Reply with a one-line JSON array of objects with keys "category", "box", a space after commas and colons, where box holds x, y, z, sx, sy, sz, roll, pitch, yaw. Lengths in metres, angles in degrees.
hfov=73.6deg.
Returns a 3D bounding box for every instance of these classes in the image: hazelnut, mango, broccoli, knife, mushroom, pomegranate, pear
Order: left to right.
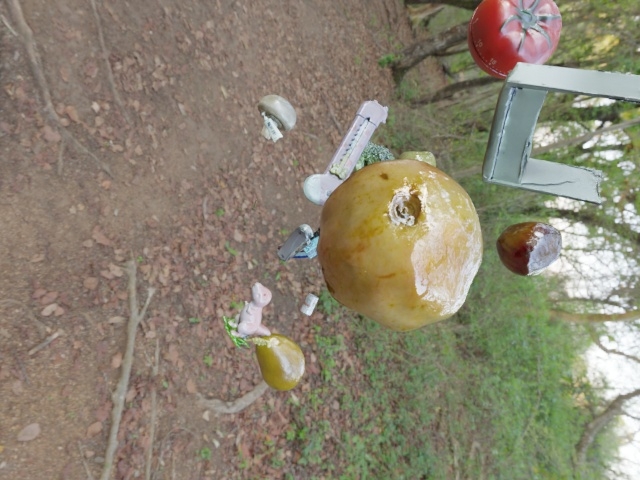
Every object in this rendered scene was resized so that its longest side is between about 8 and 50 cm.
[{"category": "mushroom", "box": [-0.233, -0.602, 2.123, 0.215, 0.207, 0.207, -60, 149, -4]}, {"category": "mango", "box": [-0.150, 0.466, 1.654, 0.139, 0.176, 0.254, -125, -157, -60]}, {"category": "knife", "box": [-0.096, 0.017, 1.571, 0.041, 0.265, 0.073, -29, 83, -33]}, {"category": "knife", "box": [0.085, -0.264, 1.252, 0.132, 0.038, 0.398, 31, 71, -7]}, {"category": "broccoli", "box": [0.205, -0.314, 2.149, 0.353, 0.396, 0.274, 8, 33, -25]}, {"category": "pomegranate", "box": [0.181, 0.005, 1.022, 0.411, 0.412, 0.411, -10, 90, -67]}, {"category": "pear", "box": [0.398, -0.305, 1.793, 0.167, 0.167, 0.136, 20, 72, -64]}, {"category": "hazelnut", "box": [0.767, 0.024, 1.587, 0.252, 0.217, 0.217, -25, 107, -32]}]

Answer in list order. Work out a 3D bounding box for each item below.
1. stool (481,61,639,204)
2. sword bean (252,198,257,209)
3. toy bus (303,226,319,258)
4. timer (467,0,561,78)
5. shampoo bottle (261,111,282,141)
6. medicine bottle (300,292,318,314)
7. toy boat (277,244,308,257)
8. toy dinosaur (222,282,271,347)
[{"category": "stool", "box": [0.538, -0.249, 0.979, 0.170, 0.270, 0.243, -48, 147, -44]}, {"category": "sword bean", "box": [-0.345, -0.188, 2.250, 0.083, 0.012, 0.012, 118, -10, -46]}, {"category": "toy bus", "box": [0.000, 0.000, 1.786, 0.091, 0.160, 0.079, 57, 2, -21]}, {"category": "timer", "box": [0.828, -0.895, 1.849, 0.279, 0.378, 0.377, 160, -78, -81]}, {"category": "shampoo bottle", "box": [-0.232, -0.528, 1.982, 0.141, 0.049, 0.034, 58, 40, -9]}, {"category": "medicine bottle", "box": [-0.052, 0.298, 2.004, 0.089, 0.057, 0.057, -64, 153, 2]}, {"category": "toy boat", "box": [-0.078, 0.039, 1.903, 0.046, 0.229, 0.080, 74, 19, -59]}, {"category": "toy dinosaur", "box": [-0.220, 0.246, 1.392, 0.194, 0.177, 0.152, 62, -8, -12]}]
